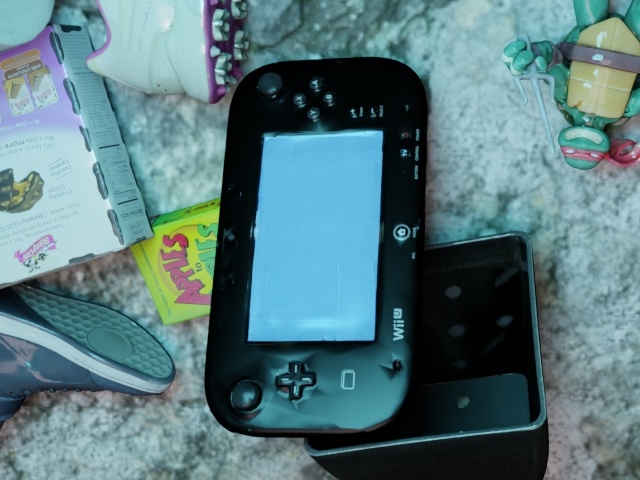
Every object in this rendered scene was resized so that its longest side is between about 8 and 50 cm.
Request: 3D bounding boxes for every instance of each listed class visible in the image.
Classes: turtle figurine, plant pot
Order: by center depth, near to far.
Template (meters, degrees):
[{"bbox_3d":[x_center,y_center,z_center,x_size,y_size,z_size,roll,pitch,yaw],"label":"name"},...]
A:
[{"bbox_3d":[0.219,-0.138,0.996,0.175,0.118,0.234,8,98,-8],"label":"turtle figurine"},{"bbox_3d":[0.103,0.128,1.083,0.187,0.188,0.167,-10,138,15],"label":"plant pot"}]

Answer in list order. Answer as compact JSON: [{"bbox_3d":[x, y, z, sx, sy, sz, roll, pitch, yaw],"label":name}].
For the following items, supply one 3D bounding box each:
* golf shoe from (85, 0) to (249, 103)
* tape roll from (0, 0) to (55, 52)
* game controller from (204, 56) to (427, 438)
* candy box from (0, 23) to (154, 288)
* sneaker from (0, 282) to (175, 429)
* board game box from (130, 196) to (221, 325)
[{"bbox_3d":[-0.138,-0.257,1.024,0.140,0.115,0.306,4,110,16],"label":"golf shoe"},{"bbox_3d":[-0.314,-0.263,0.959,0.100,0.286,0.286,-17,107,18],"label":"tape roll"},{"bbox_3d":[0.000,0.000,1.026,0.167,0.067,0.319,-5,68,21],"label":"game controller"},{"bbox_3d":[-0.256,-0.067,1.121,0.165,0.070,0.196,-16,94,17],"label":"candy box"},{"bbox_3d":[-0.258,0.134,1.217,0.226,0.086,0.163,22,116,0],"label":"sneaker"},{"bbox_3d":[-0.070,0.006,1.150,0.181,0.043,0.092,-16,108,17],"label":"board game box"}]
